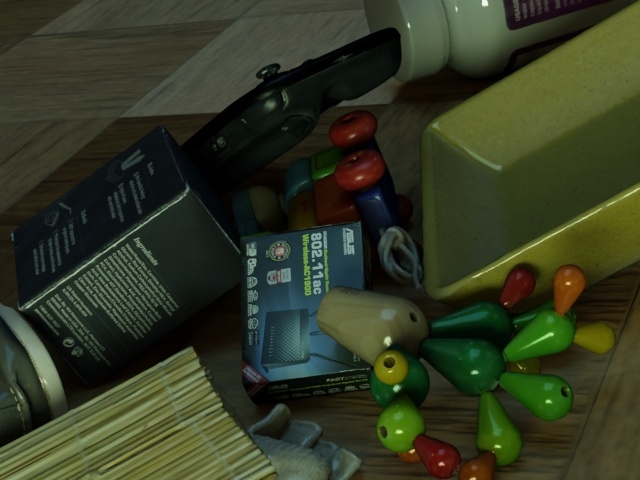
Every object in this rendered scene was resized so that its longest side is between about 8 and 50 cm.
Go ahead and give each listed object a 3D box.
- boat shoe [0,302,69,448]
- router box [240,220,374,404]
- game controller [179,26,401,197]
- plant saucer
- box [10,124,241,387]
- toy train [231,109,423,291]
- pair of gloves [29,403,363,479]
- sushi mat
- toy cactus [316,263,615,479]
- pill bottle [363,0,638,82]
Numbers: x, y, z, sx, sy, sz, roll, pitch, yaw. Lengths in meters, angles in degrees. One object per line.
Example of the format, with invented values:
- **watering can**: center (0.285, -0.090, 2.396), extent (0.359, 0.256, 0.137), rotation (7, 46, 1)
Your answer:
- **boat shoe**: center (-0.305, 0.069, 1.135), extent (0.095, 0.112, 0.335), rotation (-21, 29, -27)
- **router box**: center (-0.009, 0.051, 1.045), extent (0.092, 0.038, 0.122), rotation (-9, 60, 9)
- **game controller**: center (-0.050, -0.102, 1.277), extent (0.166, 0.067, 0.319), rotation (-38, 5, -28)
- **plant saucer**: center (0.239, -0.079, 1.134), extent (0.332, 0.081, 0.333), rotation (-30, 21, 16)
- **box**: center (-0.152, 0.009, 1.156), extent (0.158, 0.093, 0.156), rotation (-36, 26, 3)
- **toy train**: center (0.000, 0.000, 1.162), extent (0.143, 0.105, 0.248), rotation (-21, 25, 8)
- **pair of gloves**: center (-0.109, 0.152, 0.946), extent (0.204, 0.042, 0.240), rotation (-31, 31, -34)
- **sushi mat**: center (-0.191, 0.174, 0.890), extent (0.316, 0.019, 0.151), rotation (-27, 36, -9)
- **toy cactus**: center (0.077, 0.067, 0.941), extent (0.180, 0.112, 0.219), rotation (21, 40, 30)
- **pill bottle**: center (0.204, -0.267, 1.536), extent (0.301, 0.169, 0.169), rotation (-18, 25, -14)
